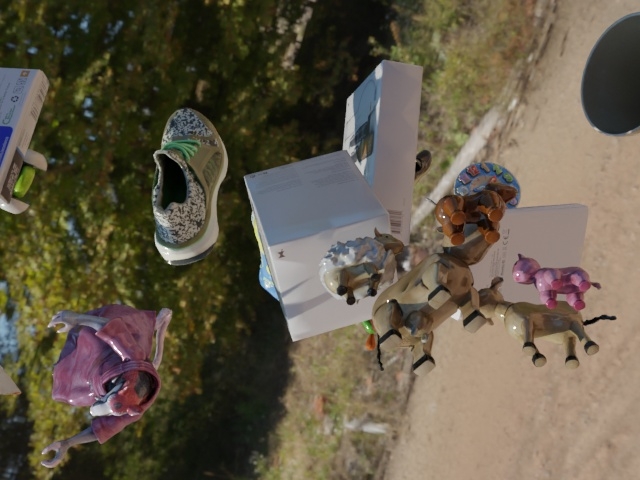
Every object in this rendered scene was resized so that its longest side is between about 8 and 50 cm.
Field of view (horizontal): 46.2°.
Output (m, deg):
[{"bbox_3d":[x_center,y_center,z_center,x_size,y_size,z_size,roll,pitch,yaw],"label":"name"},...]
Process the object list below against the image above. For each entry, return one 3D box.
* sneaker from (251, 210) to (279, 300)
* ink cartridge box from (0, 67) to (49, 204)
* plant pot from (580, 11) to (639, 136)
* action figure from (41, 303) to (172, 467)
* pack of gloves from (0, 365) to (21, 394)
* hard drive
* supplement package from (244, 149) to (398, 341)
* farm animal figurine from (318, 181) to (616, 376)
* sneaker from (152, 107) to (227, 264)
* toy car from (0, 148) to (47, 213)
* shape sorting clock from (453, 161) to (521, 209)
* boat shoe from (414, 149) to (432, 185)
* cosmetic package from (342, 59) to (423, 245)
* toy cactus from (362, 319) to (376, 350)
[{"bbox_3d":[-0.123,0.040,1.791,0.126,0.091,0.240,-36,74,39],"label":"sneaker"},{"bbox_3d":[-0.742,-0.220,1.520,0.072,0.308,0.303,77,-162,-64],"label":"ink cartridge box"},{"bbox_3d":[0.753,-0.330,1.607,0.256,0.274,0.256,-174,90,-66],"label":"plant pot"},{"bbox_3d":[-0.356,0.251,1.330,0.370,0.276,0.247,13,95,59],"label":"action figure"},{"bbox_3d":[-0.691,0.198,1.421,0.046,0.232,0.195,-56,-33,11],"label":"pack of gloves"},{"bbox_3d":[0.401,0.038,1.508,0.040,0.319,0.210,27,117,56],"label":"hard drive"},{"bbox_3d":[0.000,0.000,1.308,0.262,0.200,0.198,-115,11,-58],"label":"supplement package"},{"bbox_3d":[0.207,0.064,1.076,0.327,0.330,0.172,-29,26,15],"label":"farm animal figurine"},{"bbox_3d":[-0.293,-0.158,1.606,0.182,0.158,0.410,76,-175,-54],"label":"sneaker"},{"bbox_3d":[-0.764,-0.161,1.823,0.182,0.136,0.159,17,81,52],"label":"toy car"},{"bbox_3d":[0.515,-0.154,2.310,0.040,0.206,0.206,83,-165,-61],"label":"shape sorting clock"},{"bbox_3d":[0.263,-0.201,2.039,0.152,0.056,0.049,-55,-25,-34],"label":"boat shoe"},{"bbox_3d":[0.120,-0.165,1.641,0.284,0.098,0.376,150,126,-77],"label":"cosmetic package"},{"bbox_3d":[0.041,0.132,1.442,0.219,0.181,0.112,23,92,42],"label":"toy cactus"}]
